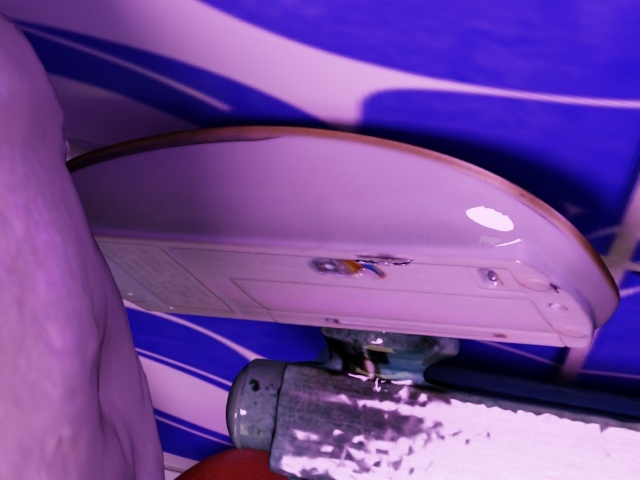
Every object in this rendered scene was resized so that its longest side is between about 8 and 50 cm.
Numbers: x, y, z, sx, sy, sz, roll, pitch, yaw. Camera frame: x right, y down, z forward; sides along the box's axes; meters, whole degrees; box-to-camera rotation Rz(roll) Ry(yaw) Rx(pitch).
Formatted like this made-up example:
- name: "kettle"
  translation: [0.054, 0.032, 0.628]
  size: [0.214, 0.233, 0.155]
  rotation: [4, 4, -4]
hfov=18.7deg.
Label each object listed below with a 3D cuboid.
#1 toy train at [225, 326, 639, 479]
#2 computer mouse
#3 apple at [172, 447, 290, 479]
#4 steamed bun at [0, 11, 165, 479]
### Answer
- name: "toy train"
  translation: [0.091, 0.087, 0.784]
  size: [0.248, 0.101, 0.159]
  rotation: [10, 176, 12]
- name: "computer mouse"
  translation: [0.001, -0.002, 0.644]
  size: [0.199, 0.045, 0.102]
  rotation: [4, 158, 27]
- name: "apple"
  translation: [-0.010, 0.213, 1.028]
  size: [0.218, 0.201, 0.218]
  rotation: [18, 166, 4]
- name: "steamed bun"
  translation: [-0.219, 0.003, 0.530]
  size: [0.339, 0.247, 0.352]
  rotation: [3, 173, -24]
